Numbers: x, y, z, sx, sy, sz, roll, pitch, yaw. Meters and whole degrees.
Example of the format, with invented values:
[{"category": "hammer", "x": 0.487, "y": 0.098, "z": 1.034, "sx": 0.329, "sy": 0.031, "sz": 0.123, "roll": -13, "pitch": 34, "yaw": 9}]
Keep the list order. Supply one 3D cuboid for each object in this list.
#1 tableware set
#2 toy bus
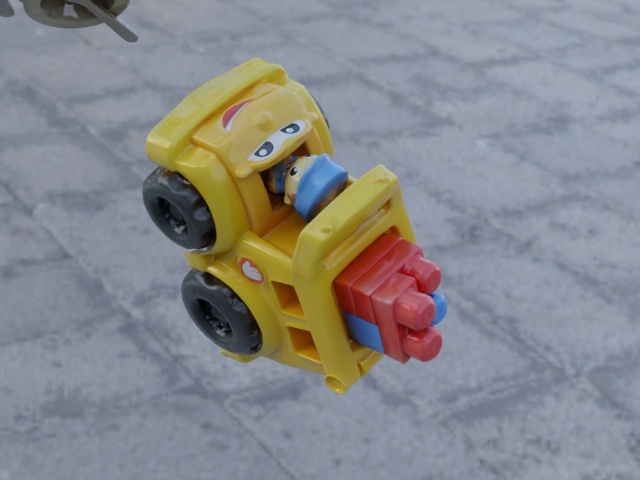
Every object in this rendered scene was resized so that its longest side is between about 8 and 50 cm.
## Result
[{"category": "tableware set", "x": -0.172, "y": -0.185, "z": 0.765, "sx": 0.128, "sy": 0.039, "sz": 0.194, "roll": -9, "pitch": -14, "yaw": -4}, {"category": "toy bus", "x": 0.000, "y": 0.000, "z": 0.824, "sx": 0.211, "sy": 0.220, "sz": 0.149, "roll": 21, "pitch": 50, "yaw": 42}]
